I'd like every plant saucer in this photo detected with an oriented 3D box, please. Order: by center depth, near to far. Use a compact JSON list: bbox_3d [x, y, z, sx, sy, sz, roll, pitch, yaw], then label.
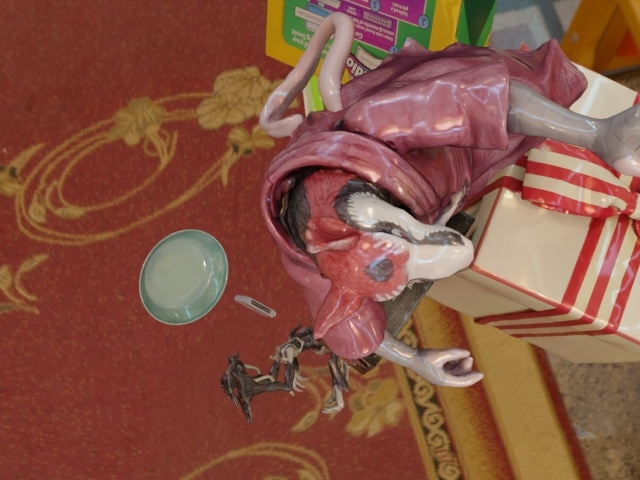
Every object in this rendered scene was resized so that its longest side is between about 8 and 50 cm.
[{"bbox_3d":[-0.168,0.042,0.970,0.119,0.021,0.119,-13,112,-35],"label":"plant saucer"}]

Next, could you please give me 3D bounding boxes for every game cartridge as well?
[{"bbox_3d":[-0.140,0.138,1.706,0.083,0.056,0.017,33,70,-30],"label":"game cartridge"}]

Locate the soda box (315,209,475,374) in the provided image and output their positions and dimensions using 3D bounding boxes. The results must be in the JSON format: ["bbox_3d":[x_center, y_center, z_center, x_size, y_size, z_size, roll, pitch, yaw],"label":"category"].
[{"bbox_3d":[0.067,0.036,0.726,0.060,0.053,0.169,36,73,3],"label":"soda box"}]

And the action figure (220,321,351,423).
[{"bbox_3d":[-0.026,0.216,1.371,0.275,0.164,0.141,-19,103,-25],"label":"action figure"}]

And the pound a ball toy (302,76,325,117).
[{"bbox_3d":[0.074,-0.345,1.886,0.135,0.208,0.319,4,71,-38],"label":"pound a ball toy"}]

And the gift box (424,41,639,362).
[{"bbox_3d":[0.253,-0.038,0.812,0.255,0.258,0.276,19,80,-6],"label":"gift box"}]

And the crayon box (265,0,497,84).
[{"bbox_3d":[0.083,-0.377,1.201,0.363,0.313,0.106,31,43,31],"label":"crayon box"}]

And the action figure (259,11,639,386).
[{"bbox_3d":[0.049,-0.064,0.517,0.275,0.248,0.370,37,27,7],"label":"action figure"}]
